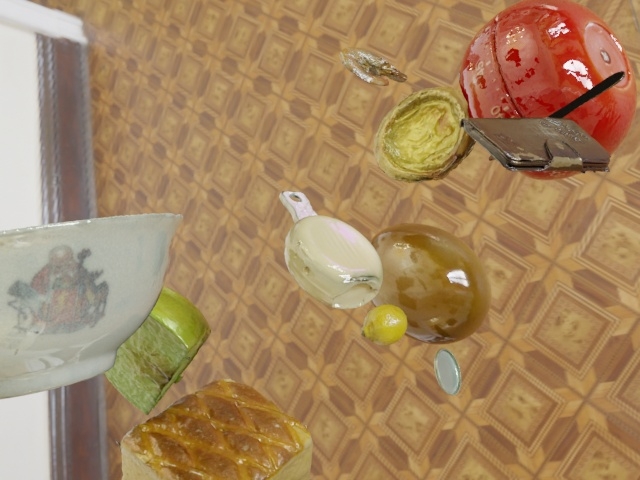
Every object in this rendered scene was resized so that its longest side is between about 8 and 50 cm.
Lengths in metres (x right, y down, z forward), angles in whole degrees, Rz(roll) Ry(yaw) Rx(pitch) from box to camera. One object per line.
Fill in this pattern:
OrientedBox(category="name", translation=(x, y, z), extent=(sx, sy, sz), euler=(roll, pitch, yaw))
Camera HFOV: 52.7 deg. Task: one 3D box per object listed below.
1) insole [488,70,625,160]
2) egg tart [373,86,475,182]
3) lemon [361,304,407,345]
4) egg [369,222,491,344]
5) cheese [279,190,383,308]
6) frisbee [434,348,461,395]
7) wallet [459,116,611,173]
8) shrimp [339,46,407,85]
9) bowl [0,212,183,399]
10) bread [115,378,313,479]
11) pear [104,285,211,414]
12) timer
OrientedBox(category="insole", translation=(0.390, -0.203, 1.079), extent=(0.253, 0.086, 0.005), euler=(-34, 102, 28))
OrientedBox(category="egg tart", translation=(0.259, -0.245, 1.550), extent=(0.278, 0.095, 0.279), euler=(-17, 56, 27))
OrientedBox(category="lemon", translation=(0.098, 0.131, 0.999), extent=(0.062, 0.083, 0.062), euler=(48, 147, 48))
OrientedBox(category="egg", translation=(0.266, 0.106, 1.645), extent=(0.351, 0.282, 0.283), euler=(41, 113, 17))
OrientedBox(category="cheese", translation=(0.000, 0.000, 0.914), extent=(0.227, 0.137, 0.064), euler=(58, 132, 39))
OrientedBox(category="frisbee", translation=(0.302, 0.312, 1.533), extent=(0.014, 0.110, 0.110), euler=(-21, 71, 35))
OrientedBox(category="wallet", translation=(0.321, -0.144, 0.939), extent=(0.122, 0.232, 0.031), euler=(56, 137, 38))
OrientedBox(category="shrimp", translation=(0.112, -0.344, 1.298), extent=(0.045, 0.162, 0.095), euler=(-61, 26, 29))
OrientedBox(category="bowl", translation=(-0.383, 0.093, 0.865), extent=(0.434, 0.434, 0.196), euler=(-9, 91, 41))
OrientedBox(category="bread", translation=(-0.190, 0.436, 1.217), extent=(0.279, 0.279, 0.207), euler=(24, 120, 36))
OrientedBox(category="pear", translation=(-0.331, 0.153, 1.171), extent=(0.239, 0.139, 0.288), euler=(34, 135, -2))
OrientedBox(category="timer", translation=(0.476, -0.316, 1.345), extent=(0.279, 0.377, 0.378), euler=(-27, 67, 47))
